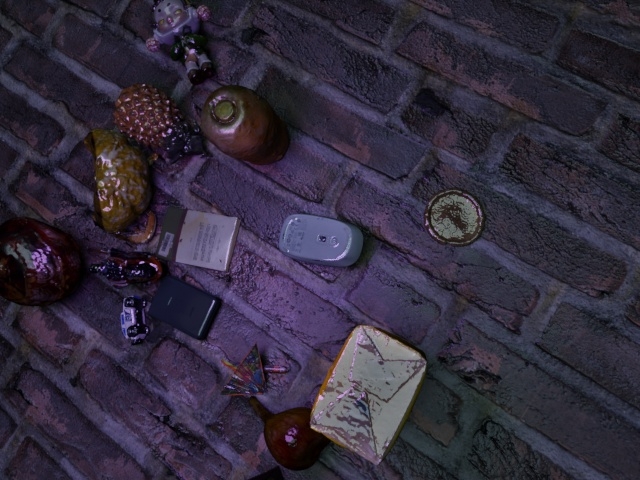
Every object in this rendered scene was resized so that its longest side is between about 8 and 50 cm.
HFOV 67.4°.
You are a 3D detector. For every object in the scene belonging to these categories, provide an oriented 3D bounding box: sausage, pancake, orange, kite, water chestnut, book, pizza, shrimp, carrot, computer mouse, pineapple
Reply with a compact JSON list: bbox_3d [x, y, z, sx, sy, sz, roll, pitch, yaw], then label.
[{"bbox_3d":[-0.197,0.418,1.572,0.199,0.025,0.028,0,88,13],"label":"sausage"},{"bbox_3d":[0.424,-0.073,1.528,0.199,0.021,0.199,-3,79,14],"label":"pancake"},{"bbox_3d":[-0.705,-0.213,1.683,0.211,0.271,0.368,-4,83,-19],"label":"orange"},{"bbox_3d":[-0.243,0.433,1.565,0.183,0.014,0.241,31,107,5],"label":"kite"},{"bbox_3d":[-0.991,0.061,1.706,0.351,0.302,0.350,9,118,18],"label":"water chestnut"},{"bbox_3d":[-0.441,-0.007,1.711,0.290,0.026,0.201,11,82,15],"label":"book"},{"bbox_3d":[-0.642,-0.305,1.822,0.083,0.016,0.037,-46,72,-3],"label":"pizza"},{"bbox_3d":[-0.692,-0.066,1.776,0.195,0.035,0.147,10,81,16],"label":"shrimp"},{"bbox_3d":[-0.243,-0.369,1.577,0.224,0.341,0.224,-2,83,13],"label":"carrot"},{"bbox_3d":[0.003,0.001,1.573,0.289,0.097,0.159,9,83,26],"label":"computer mouse"},{"bbox_3d":[-0.558,-0.398,1.737,0.357,0.223,0.223,37,89,6],"label":"pineapple"}]

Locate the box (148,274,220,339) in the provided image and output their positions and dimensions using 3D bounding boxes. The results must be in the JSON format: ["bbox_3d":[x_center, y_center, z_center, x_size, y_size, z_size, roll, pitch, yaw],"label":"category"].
[{"bbox_3d":[-0.470,0.229,1.659,0.230,0.050,0.160,22,85,16],"label":"box"}]

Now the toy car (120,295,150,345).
[{"bbox_3d":[-0.652,0.279,1.677,0.070,0.080,0.170,-13,77,12],"label":"toy car"}]

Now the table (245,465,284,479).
[{"bbox_3d":[-0.194,0.830,1.358,0.196,0.282,0.250,-27,75,6],"label":"table"}]

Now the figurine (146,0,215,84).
[{"bbox_3d":[-0.517,-0.770,1.812,0.281,0.167,0.370,-28,82,8],"label":"figurine"}]

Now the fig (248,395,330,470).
[{"bbox_3d":[-0.105,0.587,1.479,0.290,0.191,0.190,0,77,50],"label":"fig"}]

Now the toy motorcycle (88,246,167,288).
[{"bbox_3d":[-0.690,0.094,1.685,0.401,0.207,0.134,2,93,30],"label":"toy motorcycle"}]

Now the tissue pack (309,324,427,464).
[{"bbox_3d":[0.147,0.398,1.314,0.228,0.382,0.293,27,86,15],"label":"tissue pack"}]
